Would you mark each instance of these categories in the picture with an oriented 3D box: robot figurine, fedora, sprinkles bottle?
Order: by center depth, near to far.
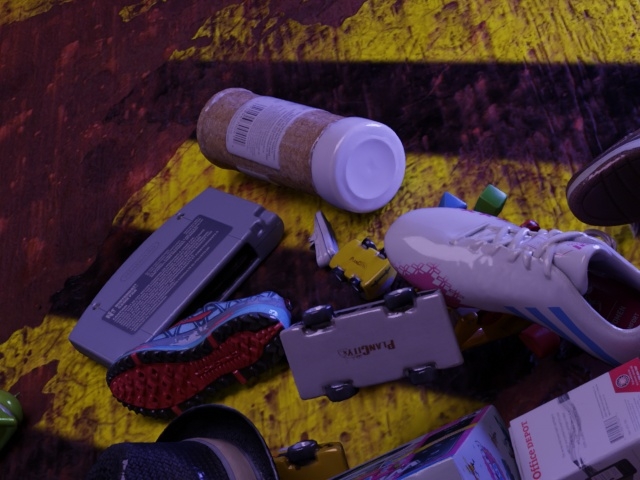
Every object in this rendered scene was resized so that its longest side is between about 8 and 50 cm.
[{"bbox_3d":[-0.174,0.326,1.856,0.334,0.152,0.334,-20,63,47],"label":"fedora"},{"bbox_3d":[-0.446,0.250,2.426,0.101,0.067,0.115,-9,40,56],"label":"robot figurine"},{"bbox_3d":[-0.033,-0.127,2.444,0.121,0.121,0.355,-48,33,-15],"label":"sprinkles bottle"}]

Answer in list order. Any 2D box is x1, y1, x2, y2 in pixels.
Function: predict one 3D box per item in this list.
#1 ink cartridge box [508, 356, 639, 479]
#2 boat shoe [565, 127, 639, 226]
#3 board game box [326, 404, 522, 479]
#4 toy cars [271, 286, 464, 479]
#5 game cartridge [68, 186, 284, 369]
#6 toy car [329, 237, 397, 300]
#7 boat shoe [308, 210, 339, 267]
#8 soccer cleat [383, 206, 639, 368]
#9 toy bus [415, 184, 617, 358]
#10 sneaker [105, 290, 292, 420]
[{"bbox_3d":[0.272,0.199,1.778,0.150,0.063,0.109,-29,33,15],"label":"ink cartridge box"},{"bbox_3d":[0.388,-0.099,2.022,0.257,0.095,0.095,-23,29,-1],"label":"boat shoe"},{"bbox_3d":[0.071,0.263,1.715,0.224,0.098,0.303,-27,-1,12],"label":"board game box"},{"bbox_3d":[0.010,0.186,1.937,0.394,0.176,0.087,-58,-7,21],"label":"toy cars"},{"bbox_3d":[-0.200,0.057,2.442,0.297,0.062,0.198,-48,29,-15],"label":"game cartridge"},{"bbox_3d":[0.116,0.057,2.127,0.225,0.053,0.239,-26,34,18],"label":"toy car"},{"bbox_3d":[0.000,0.000,2.333,0.035,0.035,0.100,-28,39,10],"label":"boat shoe"},{"bbox_3d":[0.223,0.025,1.849,0.331,0.143,0.116,22,60,15],"label":"soccer cleat"},{"bbox_3d":[0.201,0.055,1.991,0.104,0.202,0.191,109,-176,-51],"label":"toy bus"},{"bbox_3d":[-0.144,0.140,2.264,0.261,0.104,0.125,-20,18,20],"label":"sneaker"}]
